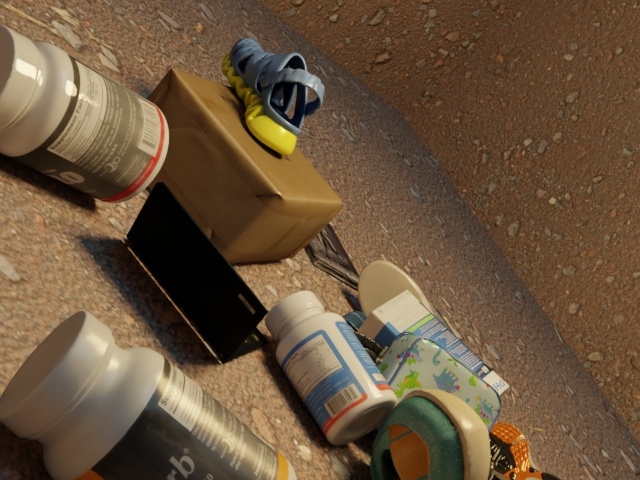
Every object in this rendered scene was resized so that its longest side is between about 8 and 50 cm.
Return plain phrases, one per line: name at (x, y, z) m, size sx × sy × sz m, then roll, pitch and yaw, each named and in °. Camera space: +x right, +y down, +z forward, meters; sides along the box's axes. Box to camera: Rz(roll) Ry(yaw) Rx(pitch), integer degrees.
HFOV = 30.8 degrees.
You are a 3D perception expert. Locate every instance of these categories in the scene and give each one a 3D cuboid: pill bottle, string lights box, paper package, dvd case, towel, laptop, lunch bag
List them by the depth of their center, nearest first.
pill bottle at (-0.170, 0.206, 1.147) m, size 0.278 × 0.162 × 0.162 m, roll 42°, pitch 16°, yaw -18°
pill bottle at (-0.354, -0.168, 1.570) m, size 0.283 × 0.161 × 0.161 m, roll 28°, pitch 24°, yaw -50°
laptop at (-0.150, 0.040, 1.661) m, size 0.234 × 0.136 × 0.264 m, roll 51°, pitch 15°, yaw 9°
pill bottle at (0.009, 0.187, 1.758) m, size 0.221 × 0.124 × 0.124 m, roll 56°, pitch 17°, yaw 26°
lunch bag at (0.169, 0.264, 1.859) m, size 0.219 × 0.176 × 0.090 m, roll 39°, pitch -15°, yaw -23°
paper package at (-0.155, -0.120, 1.992) m, size 0.309 × 0.168 × 0.325 m, roll 49°, pitch 16°, yaw 12°
string lights box at (0.200, 0.218, 2.088) m, size 0.260 × 0.076 × 0.133 m, roll 44°, pitch 35°, yaw 15°
towel at (0.071, 0.162, 2.173) m, size 0.067 × 0.029 × 0.119 m, roll 49°, pitch 15°, yaw 8°
dvd case at (0.000, 0.000, 2.403) m, size 0.164 × 0.018 × 0.221 m, roll 31°, pitch 23°, yaw -45°

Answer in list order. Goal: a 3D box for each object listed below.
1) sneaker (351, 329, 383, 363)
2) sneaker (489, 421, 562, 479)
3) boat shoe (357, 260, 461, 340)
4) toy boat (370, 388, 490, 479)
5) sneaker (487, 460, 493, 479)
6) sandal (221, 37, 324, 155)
sneaker at (0.087, 0.230, 1.944) m, size 0.286 × 0.109 × 0.130 m, roll 38°, pitch -2°, yaw -23°
sneaker at (0.386, 0.462, 2.221) m, size 0.262 × 0.099 × 0.121 m, roll 52°, pitch -14°, yaw 47°
boat shoe at (0.195, 0.182, 2.329) m, size 0.340 × 0.127 × 0.158 m, roll 56°, pitch 9°, yaw -1°
toy boat at (0.161, 0.368, 1.625) m, size 0.148 × 0.267 × 0.318 m, roll -10°, pitch 63°, yaw -23°
sneaker at (0.249, 0.379, 2.090) m, size 0.178 × 0.072 × 0.077 m, roll 59°, pitch -4°, yaw 37°
sandal at (-0.075, -0.274, 2.028) m, size 0.126 × 0.138 × 0.317 m, roll 32°, pitch 18°, yaw -37°
